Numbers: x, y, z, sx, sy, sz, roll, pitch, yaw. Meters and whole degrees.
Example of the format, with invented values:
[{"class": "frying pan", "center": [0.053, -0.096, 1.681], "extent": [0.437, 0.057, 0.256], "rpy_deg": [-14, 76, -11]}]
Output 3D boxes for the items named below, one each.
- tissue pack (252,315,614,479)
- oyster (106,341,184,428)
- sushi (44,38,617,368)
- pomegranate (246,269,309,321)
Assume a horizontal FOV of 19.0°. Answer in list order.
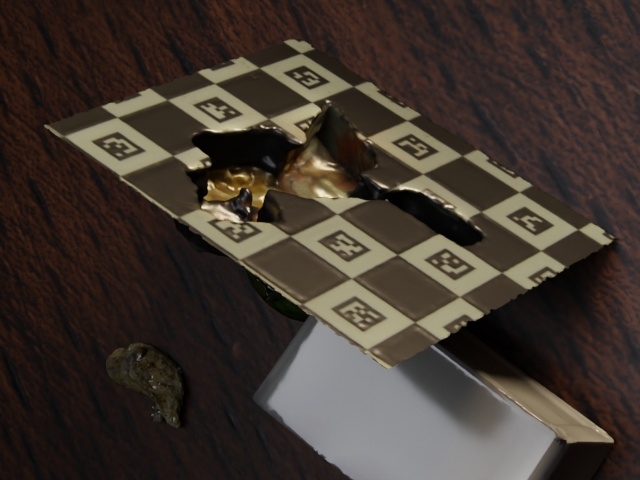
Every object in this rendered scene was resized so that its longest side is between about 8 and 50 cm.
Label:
[{"class": "tissue pack", "center": [0.096, 0.148, 1.589], "extent": [0.246, 0.159, 0.136], "rpy_deg": [36, 99, 23]}, {"class": "oyster", "center": [-0.167, 0.134, 1.775], "extent": [0.083, 0.038, 0.081], "rpy_deg": [-3, 86, 23]}, {"class": "sushi", "center": [0.008, -0.022, 1.570], "extent": [0.359, 0.343, 0.064], "rpy_deg": [34, 124, 23]}, {"class": "pomegranate", "center": [0.000, 0.000, 1.677], "extent": [0.122, 0.122, 0.161], "rpy_deg": [19, 63, 25]}]
